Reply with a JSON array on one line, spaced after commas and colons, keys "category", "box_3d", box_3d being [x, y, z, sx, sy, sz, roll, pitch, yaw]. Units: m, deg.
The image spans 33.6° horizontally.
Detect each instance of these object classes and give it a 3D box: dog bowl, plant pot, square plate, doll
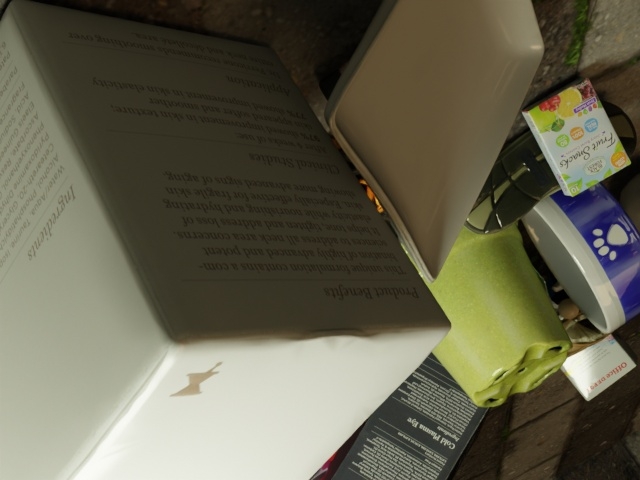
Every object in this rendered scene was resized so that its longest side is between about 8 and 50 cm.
[{"category": "dog bowl", "box_3d": [0.424, 0.010, 1.680, 0.104, 0.264, 0.265, -33, 152, 1]}, {"category": "plant pot", "box_3d": [0.263, 0.118, 1.711, 0.276, 0.253, 0.276, -23, 150, -14]}, {"category": "square plate", "box_3d": [0.130, -0.176, 1.146, 0.347, 0.049, 0.344, -63, 147, -17]}, {"category": "doll", "box_3d": [0.460, 0.094, 1.945, 0.189, 0.129, 0.046, -54, 167, -67]}]

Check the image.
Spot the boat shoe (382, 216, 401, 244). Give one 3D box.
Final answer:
[{"category": "boat shoe", "box_3d": [0.002, 0.002, 1.427, 0.103, 0.118, 0.320, -45, 152, 23]}]

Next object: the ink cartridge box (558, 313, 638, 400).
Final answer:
[{"category": "ink cartridge box", "box_3d": [0.554, 0.221, 2.200, 0.128, 0.176, 0.127, -40, 169, 16]}]

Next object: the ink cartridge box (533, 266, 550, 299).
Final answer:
[{"category": "ink cartridge box", "box_3d": [0.360, 0.088, 1.906, 0.062, 0.109, 0.209, -33, 152, 2]}]

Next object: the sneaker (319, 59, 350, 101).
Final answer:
[{"category": "sneaker", "box_3d": [0.113, -0.155, 1.307, 0.145, 0.090, 0.270, -33, 149, 8]}]

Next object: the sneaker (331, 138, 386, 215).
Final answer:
[{"category": "sneaker", "box_3d": [0.054, -0.062, 1.406, 0.084, 0.083, 0.215, -42, 151, 17]}]

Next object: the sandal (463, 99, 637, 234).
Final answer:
[{"category": "sandal", "box_3d": [0.327, -0.115, 1.578, 0.303, 0.120, 0.086, -28, -175, -4]}]

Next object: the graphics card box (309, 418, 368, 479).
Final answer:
[{"category": "graphics card box", "box_3d": [-0.079, 0.400, 1.925, 0.371, 0.094, 0.232, 19, 102, -52]}]

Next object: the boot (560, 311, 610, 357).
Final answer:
[{"category": "boot", "box_3d": [0.403, 0.219, 2.034, 0.236, 0.089, 0.269, -27, 172, -29]}]

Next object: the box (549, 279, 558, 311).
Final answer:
[{"category": "box", "box_3d": [0.405, 0.150, 2.122, 0.145, 0.038, 0.186, 8, 134, -49]}]

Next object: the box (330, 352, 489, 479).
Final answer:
[{"category": "box", "box_3d": [0.167, 0.410, 1.998, 0.312, 0.179, 0.343, -56, 166, -21]}]

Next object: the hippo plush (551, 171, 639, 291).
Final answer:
[{"category": "hippo plush", "box_3d": [0.589, -0.034, 1.893, 0.294, 0.234, 0.236, 13, 124, 6]}]

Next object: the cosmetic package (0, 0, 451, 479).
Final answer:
[{"category": "cosmetic package", "box_3d": [-0.160, 0.035, 1.032, 0.330, 0.393, 0.327, 3, 137, -45]}]

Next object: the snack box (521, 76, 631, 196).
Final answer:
[{"category": "snack box", "box_3d": [0.365, -0.148, 1.513, 0.100, 0.141, 0.037, -29, -170, -1]}]
